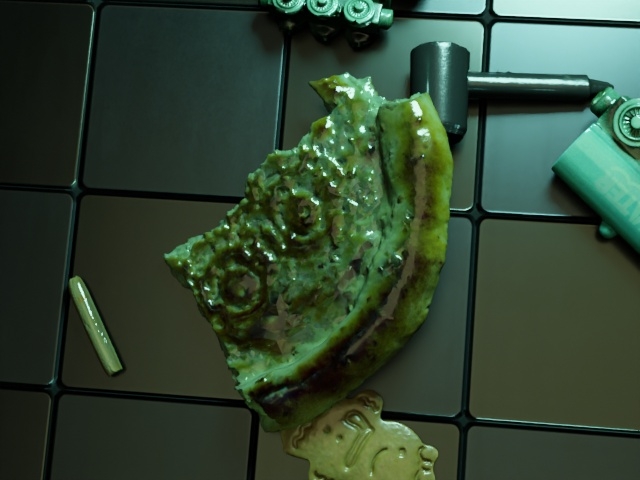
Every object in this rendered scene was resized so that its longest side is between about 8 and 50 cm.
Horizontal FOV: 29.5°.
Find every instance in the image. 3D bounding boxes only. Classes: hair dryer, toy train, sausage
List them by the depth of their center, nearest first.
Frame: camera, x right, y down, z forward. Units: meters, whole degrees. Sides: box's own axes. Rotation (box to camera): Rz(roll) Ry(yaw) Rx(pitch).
[{"bbox_3d":[0.389,-0.061,1.428,0.159,0.101,0.248,-46,79,13],"label":"toy train"},{"bbox_3d":[0.231,-0.171,1.477,0.248,0.070,0.114,3,80,-3],"label":"hair dryer"},{"bbox_3d":[-0.279,0.104,1.492,0.024,0.024,0.132,-27,80,1],"label":"sausage"},{"bbox_3d":[0.011,-0.308,1.510,0.171,0.071,0.111,11,75,7],"label":"toy train"}]

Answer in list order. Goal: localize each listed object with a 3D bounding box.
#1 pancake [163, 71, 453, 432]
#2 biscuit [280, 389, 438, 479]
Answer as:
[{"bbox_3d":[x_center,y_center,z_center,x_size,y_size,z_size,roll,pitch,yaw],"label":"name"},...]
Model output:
[{"bbox_3d":[0.003,0.004,1.429,0.305,0.067,0.426,43,98,16],"label":"pancake"},{"bbox_3d":[0.042,0.249,1.438,0.184,0.027,0.133,43,86,10],"label":"biscuit"}]
